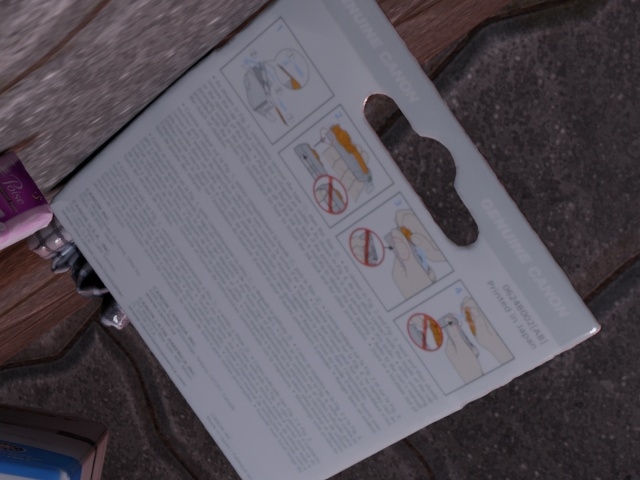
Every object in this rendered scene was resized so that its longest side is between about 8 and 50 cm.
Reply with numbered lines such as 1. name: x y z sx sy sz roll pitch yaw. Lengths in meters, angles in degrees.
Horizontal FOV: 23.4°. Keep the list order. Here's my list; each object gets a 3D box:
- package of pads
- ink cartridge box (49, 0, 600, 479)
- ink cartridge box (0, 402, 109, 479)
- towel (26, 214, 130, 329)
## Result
1. package of pads: -0.204 -0.016 0.920 0.032 0.050 0.083 -33 180 41
2. ink cartridge box: 0.000 0.000 1.138 0.385 0.308 0.091 -35 179 43
3. ink cartridge box: -0.348 0.228 1.329 0.285 0.166 0.395 10 178 -3
4. towel: -0.134 -0.026 1.511 0.235 0.121 0.284 -34 180 4
